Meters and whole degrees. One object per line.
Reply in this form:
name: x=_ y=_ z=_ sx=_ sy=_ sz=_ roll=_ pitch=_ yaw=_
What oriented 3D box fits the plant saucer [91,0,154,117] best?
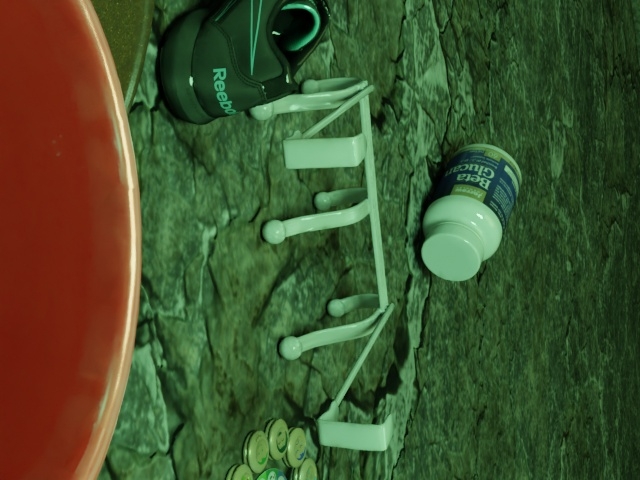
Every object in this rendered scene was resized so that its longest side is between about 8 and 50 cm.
plant saucer: x=-0.162 y=-0.099 z=0.654 sx=0.310 sy=0.050 sz=0.311 roll=18 pitch=90 yaw=-78

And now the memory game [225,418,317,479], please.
memory game: x=-0.042 y=0.250 z=1.079 sx=0.186 sy=0.012 sz=0.186 roll=0 pitch=90 yaw=-65

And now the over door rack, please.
over door rack: x=0.000 y=0.000 z=1.027 sx=0.324 sy=0.108 sz=0.240 roll=-78 pitch=162 yaw=-74

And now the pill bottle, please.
pill bottle: x=0.174 y=-0.032 z=1.447 sx=0.169 sy=0.094 sz=0.094 roll=-62 pitch=143 yaw=-46

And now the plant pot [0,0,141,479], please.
plant pot: x=-0.231 y=-0.002 z=0.406 sx=0.275 sy=0.243 sz=0.275 roll=0 pitch=90 yaw=-64

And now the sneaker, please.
sneaker: x=-0.035 y=-0.192 z=0.993 sx=0.101 sy=0.106 sz=0.267 roll=62 pitch=35 yaw=-42
